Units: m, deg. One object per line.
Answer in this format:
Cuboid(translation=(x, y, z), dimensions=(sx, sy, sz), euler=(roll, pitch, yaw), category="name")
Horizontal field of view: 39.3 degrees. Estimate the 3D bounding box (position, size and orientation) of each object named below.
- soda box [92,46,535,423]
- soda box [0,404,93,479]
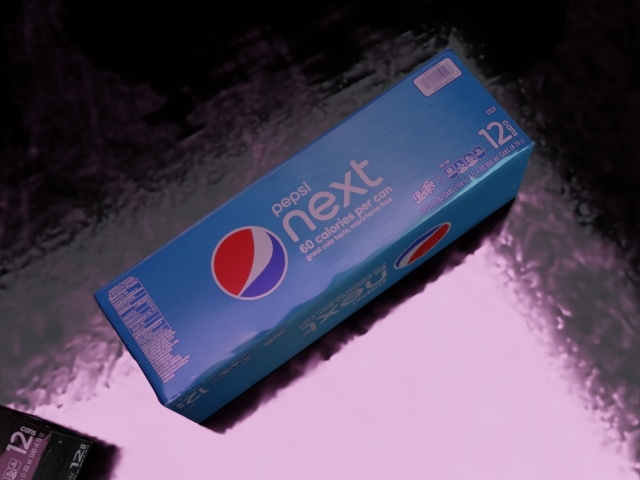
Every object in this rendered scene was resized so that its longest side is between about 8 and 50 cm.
Cuboid(translation=(0.000, 0.000, 0.445), dimensions=(0.210, 0.071, 0.067), euler=(-35, 72, -7), category="soda box")
Cuboid(translation=(-0.170, 0.161, 0.413), dimensions=(0.053, 0.060, 0.169), euler=(18, 75, 11), category="soda box")
